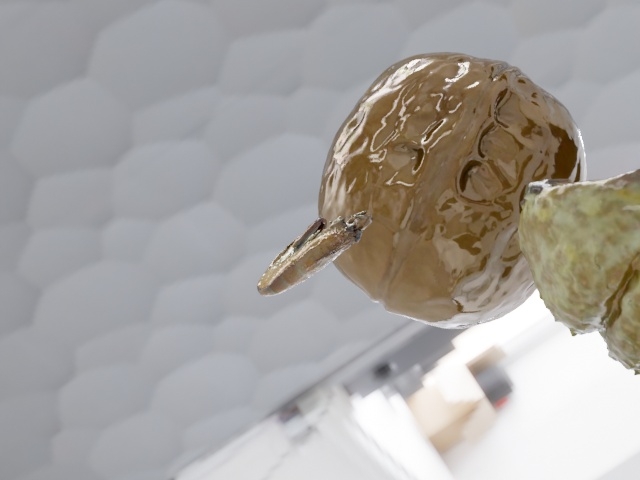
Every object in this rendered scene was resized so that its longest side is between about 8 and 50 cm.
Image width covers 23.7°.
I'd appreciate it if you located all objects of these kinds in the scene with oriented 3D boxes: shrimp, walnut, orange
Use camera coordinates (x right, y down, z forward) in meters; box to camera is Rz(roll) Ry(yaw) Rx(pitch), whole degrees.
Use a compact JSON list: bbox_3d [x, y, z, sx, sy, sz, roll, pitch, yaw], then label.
[{"bbox_3d":[0.001,0.001,1.697,0.034,0.178,0.124,46,30,-11],"label":"shrimp"},{"bbox_3d":[0.182,-0.075,2.117,0.354,0.398,0.308,25,-14,1],"label":"walnut"},{"bbox_3d":[0.387,0.031,1.504,0.271,0.368,0.210,68,15,-78],"label":"orange"}]
